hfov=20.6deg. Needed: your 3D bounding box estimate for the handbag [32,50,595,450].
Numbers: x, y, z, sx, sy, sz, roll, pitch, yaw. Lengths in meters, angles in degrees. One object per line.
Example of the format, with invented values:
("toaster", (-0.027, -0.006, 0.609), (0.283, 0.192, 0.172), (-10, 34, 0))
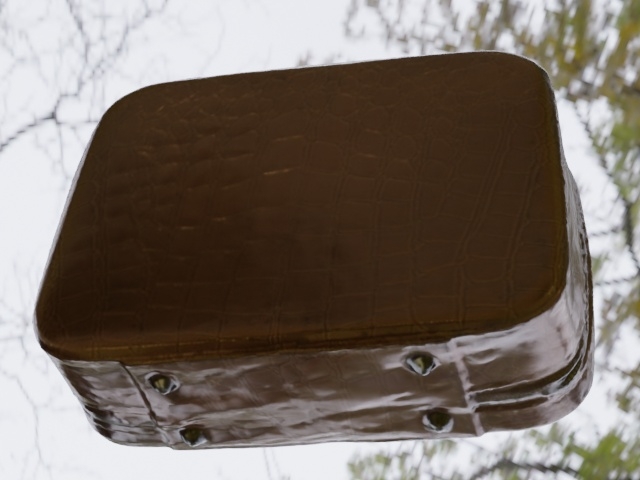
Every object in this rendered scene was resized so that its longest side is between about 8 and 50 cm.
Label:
("handbag", (0.000, 0.000, 0.650), (0.193, 0.072, 0.151), (-7, -130, 15))
